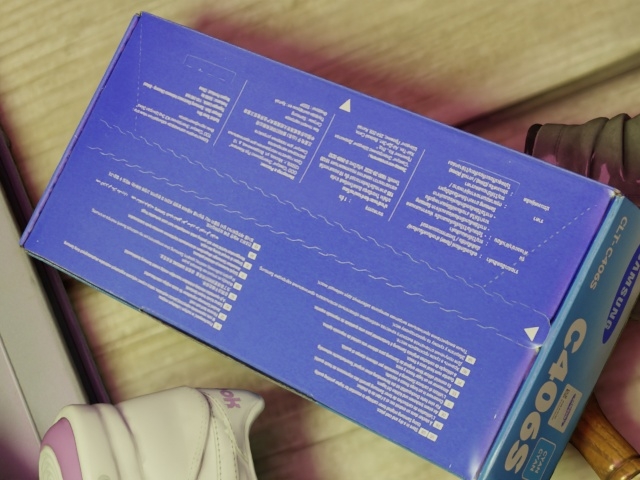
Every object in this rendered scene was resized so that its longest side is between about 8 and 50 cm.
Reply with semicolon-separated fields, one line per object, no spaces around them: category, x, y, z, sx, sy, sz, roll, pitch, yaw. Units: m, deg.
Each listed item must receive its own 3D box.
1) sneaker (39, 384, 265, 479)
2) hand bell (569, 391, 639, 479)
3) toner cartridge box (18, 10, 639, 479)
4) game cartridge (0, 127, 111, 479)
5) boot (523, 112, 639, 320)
sneaker;-0.051;0.226;0.904;0.152;0.114;0.305;-13;92;-26
hand bell;0.160;0.120;0.880;0.126;0.126;0.242;-42;54;6
toner cartridge box;0.000;0.000;0.929;0.347;0.075;0.165;25;88;35
game cartridge;-0.262;0.079;1.050;0.230;0.068;0.355;-30;69;15
boot;0.204;0.029;0.893;0.161;0.083;0.247;-21;65;21
